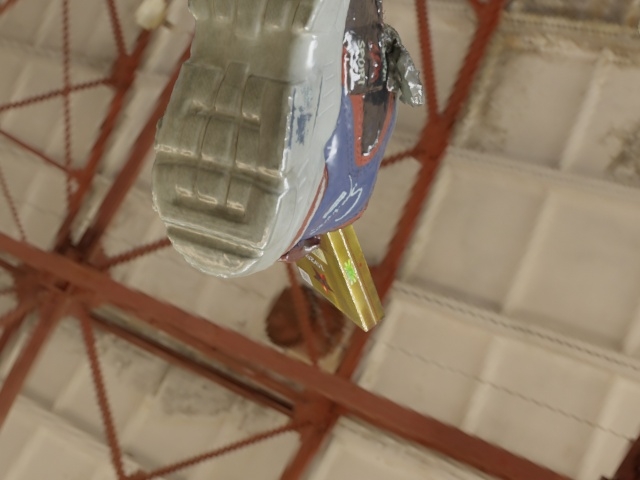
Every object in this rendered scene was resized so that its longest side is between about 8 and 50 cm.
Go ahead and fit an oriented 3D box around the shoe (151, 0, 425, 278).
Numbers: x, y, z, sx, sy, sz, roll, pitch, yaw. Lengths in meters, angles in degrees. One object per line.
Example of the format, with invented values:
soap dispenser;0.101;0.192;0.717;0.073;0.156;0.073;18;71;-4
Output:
shoe;0.004;-0.090;0.678;0.099;0.125;0.227;13;-88;42

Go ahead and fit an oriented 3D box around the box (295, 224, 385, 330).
box;0.000;0.000;1.110;0.023;0.133;0.090;-36;-135;-14

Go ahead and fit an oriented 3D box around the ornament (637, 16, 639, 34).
ornament;0.218;-0.249;0.974;0.230;0.061;0.245;51;-33;34
